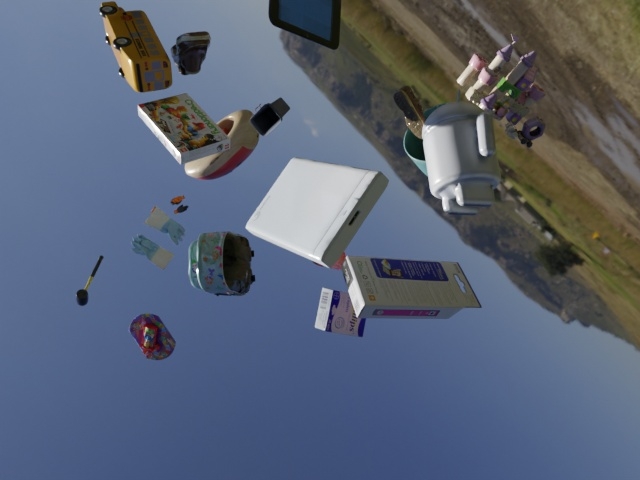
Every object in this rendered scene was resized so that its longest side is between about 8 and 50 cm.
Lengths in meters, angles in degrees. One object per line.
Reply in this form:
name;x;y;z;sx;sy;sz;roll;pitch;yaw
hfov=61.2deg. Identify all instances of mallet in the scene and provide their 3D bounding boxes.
mallet;-0.781;0.127;1.838;0.039;0.062;0.189;18;-120;-11

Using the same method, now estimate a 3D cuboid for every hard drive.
hard drive;-0.023;-0.081;1.276;0.047;0.233;0.353;40;169;-34

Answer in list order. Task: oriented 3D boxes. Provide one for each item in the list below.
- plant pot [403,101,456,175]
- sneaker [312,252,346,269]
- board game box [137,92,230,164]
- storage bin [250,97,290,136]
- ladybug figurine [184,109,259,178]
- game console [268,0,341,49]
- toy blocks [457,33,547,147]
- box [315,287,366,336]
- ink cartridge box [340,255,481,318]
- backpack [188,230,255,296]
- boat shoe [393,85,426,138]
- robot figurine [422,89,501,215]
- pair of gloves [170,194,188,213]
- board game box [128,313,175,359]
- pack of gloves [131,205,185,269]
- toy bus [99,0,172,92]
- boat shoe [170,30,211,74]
plant pot;0.509;-0.355;2.138;0.235;0.293;0.293;47;-169;-44
sneaker;0.000;0.001;1.897;0.136;0.116;0.313;29;-158;-39
board game box;-0.479;-0.397;1.892;0.193;0.053;0.305;-26;-121;-32
storage bin;-0.179;-0.456;1.945;0.098;0.135;0.091;48;-131;-11
ladybug figurine;-0.460;-0.435;2.579;0.162;0.449;0.305;41;-153;-37
game console;0.014;-0.682;1.435;0.293;0.250;0.173;-3;-114;-51
toy blocks;0.713;-0.567;1.969;0.289;0.260;0.308;21;-141;-24
box;0.067;0.218;1.639;0.137;0.126;0.072;14;174;-29
ink cartridge box;0.252;0.131;1.504;0.371;0.069;0.175;2;-135;-21
backpack;-0.342;0.078;1.840;0.253;0.191;0.225;48;-140;-80
boat shoe;0.296;-0.401;1.687;0.064;0.060;0.178;0;129;58
robot figurine;0.407;-0.253;1.579;0.200;0.300;0.353;2;-107;-23
pair of gloves;-0.680;-0.173;2.604;0.010;0.074;0.083;96;150;-78
board game box;-0.554;0.320;1.758;0.168;0.133;0.033;59;-160;-8
pack of gloves;-0.662;-0.011;2.189;0.046;0.195;0.232;28;168;33
toy bus;-0.543;-0.572;1.575;0.130;0.108;0.332;-17;-125;-21
boat shoe;-0.356;-0.517;1.519;0.257;0.095;0.095;-160;57;-67
